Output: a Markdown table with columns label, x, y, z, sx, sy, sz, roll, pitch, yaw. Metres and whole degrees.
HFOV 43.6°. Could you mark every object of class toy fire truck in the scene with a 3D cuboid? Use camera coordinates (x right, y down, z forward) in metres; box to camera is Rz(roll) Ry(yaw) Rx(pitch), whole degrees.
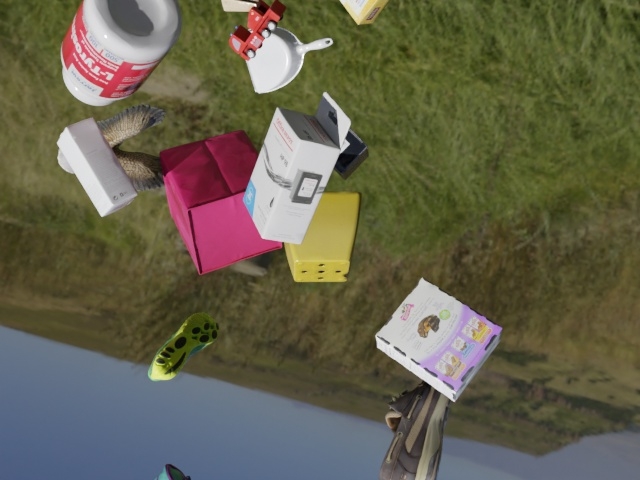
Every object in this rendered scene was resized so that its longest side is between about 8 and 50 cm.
| label | x | y | z | sx | sy | sz | roll | pitch | yaw |
| --- | --- | --- | --- | --- | --- | --- | --- | --- | --- |
| toy fire truck | -0.143 | -0.454 | 1.560 | 0.135 | 0.047 | 0.192 | 36 | 137 | -12 |

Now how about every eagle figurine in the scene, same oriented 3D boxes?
| label | x | y | z | sx | sy | sz | roll | pitch | yaw |
| --- | --- | --- | --- | --- | --- | --- | --- | --- | --- |
| eagle figurine | -0.598 | -0.274 | 2.352 | 0.299 | 0.225 | 0.226 | 1 | 155 | 17 |

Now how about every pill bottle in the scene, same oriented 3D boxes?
| label | x | y | z | sx | sy | sz | roll | pitch | yaw |
| --- | --- | --- | --- | --- | --- | --- | --- | --- | --- |
| pill bottle | -0.518 | -0.491 | 2.010 | 0.229 | 0.228 | 0.408 | 21 | 158 | -24 |

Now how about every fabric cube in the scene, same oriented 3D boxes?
| label | x | y | z | sx | sy | sz | roll | pitch | yaw |
| --- | --- | --- | --- | --- | --- | --- | --- | --- | --- |
| fabric cube | -0.272 | -0.110 | 2.207 | 0.254 | 0.259 | 0.258 | 89 | 156 | -44 |

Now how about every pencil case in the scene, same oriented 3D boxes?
| label | x | y | z | sx | sy | sz | roll | pitch | yaw |
| --- | --- | --- | --- | --- | --- | --- | --- | --- | --- |
| pencil case | -0.333 | 0.516 | 1.602 | 0.064 | 0.152 | 0.070 | 39 | -166 | -29 |

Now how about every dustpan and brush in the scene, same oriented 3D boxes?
| label | x | y | z | sx | sy | sz | roll | pitch | yaw |
| --- | --- | --- | --- | --- | --- | --- | --- | --- | --- |
| dustpan and brush | -0.070 | -0.424 | 1.805 | 0.211 | 0.147 | 0.060 | -5 | -162 | 37 |

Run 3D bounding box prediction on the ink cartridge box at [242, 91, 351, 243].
| label | x | y | z | sx | sy | sz | roll | pitch | yaw |
| --- | --- | --- | --- | --- | --- | --- | --- | --- | --- |
| ink cartridge box | -0.034 | -0.099 | 1.028 | 0.060 | 0.180 | 0.104 | 9 | -152 | -27 |

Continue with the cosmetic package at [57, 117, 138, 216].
| label | x | y | z | sx | sy | sz | roll | pitch | yaw |
| --- | --- | --- | --- | --- | --- | --- | --- | --- | --- |
| cosmetic package | -0.573 | -0.187 | 2.053 | 0.117 | 0.085 | 0.231 | -25 | 95 | 57 |

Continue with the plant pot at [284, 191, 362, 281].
| label | x | y | z | sx | sy | sz | roll | pitch | yaw |
| --- | --- | --- | --- | --- | --- | --- | --- | --- | --- |
| plant pot | 0.000 | 0.000 | 2.138 | 0.212 | 0.187 | 0.212 | 1 | 155 | -2 |

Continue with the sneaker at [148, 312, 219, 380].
| label | x | y | z | sx | sy | sz | roll | pitch | yaw |
| --- | --- | --- | --- | --- | --- | --- | --- | --- | --- |
| sneaker | -0.424 | 0.320 | 2.433 | 0.123 | 0.295 | 0.109 | -31 | 98 | 43 |

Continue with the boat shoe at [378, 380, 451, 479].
| label | x | y | z | sx | sy | sz | roll | pitch | yaw |
| --- | --- | --- | --- | --- | --- | --- | --- | --- | --- |
| boat shoe | 0.199 | 0.361 | 1.660 | 0.130 | 0.355 | 0.132 | 10 | 130 | 11 |

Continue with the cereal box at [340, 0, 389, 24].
| label | x | y | z | sx | sy | sz | roll | pitch | yaw |
| --- | --- | --- | --- | --- | --- | --- | --- | --- | --- |
| cereal box | 0.057 | -0.527 | 1.399 | 0.047 | 0.240 | 0.173 | -22 | 163 | -43 |

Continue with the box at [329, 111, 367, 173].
| label | x | y | z | sx | sy | sz | roll | pitch | yaw |
| --- | --- | --- | --- | --- | --- | --- | --- | --- | --- |
| box | 0.050 | -0.271 | 2.310 | 0.153 | 0.108 | 0.207 | 44 | -177 | 3 |

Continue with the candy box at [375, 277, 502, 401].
| label | x | y | z | sx | sy | sz | roll | pitch | yaw |
| --- | --- | --- | --- | --- | --- | --- | --- | --- | --- |
| candy box | 0.237 | 0.196 | 1.608 | 0.196 | 0.165 | 0.070 | 34 | 161 | 23 |
